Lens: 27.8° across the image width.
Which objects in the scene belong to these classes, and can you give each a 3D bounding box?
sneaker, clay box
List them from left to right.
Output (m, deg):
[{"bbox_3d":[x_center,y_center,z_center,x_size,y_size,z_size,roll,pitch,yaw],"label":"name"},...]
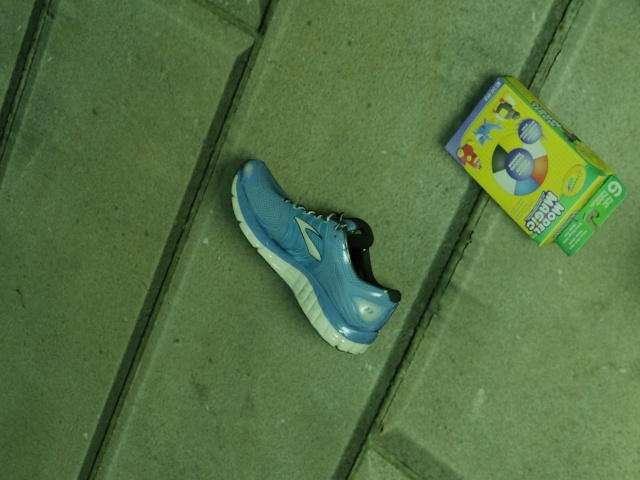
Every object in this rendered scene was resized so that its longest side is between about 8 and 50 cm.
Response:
[{"bbox_3d":[0.000,0.000,1.870,0.147,0.130,0.330,-44,73,15],"label":"sneaker"},{"bbox_3d":[0.279,-0.094,1.686,0.222,0.053,0.127,48,120,22],"label":"clay box"}]
